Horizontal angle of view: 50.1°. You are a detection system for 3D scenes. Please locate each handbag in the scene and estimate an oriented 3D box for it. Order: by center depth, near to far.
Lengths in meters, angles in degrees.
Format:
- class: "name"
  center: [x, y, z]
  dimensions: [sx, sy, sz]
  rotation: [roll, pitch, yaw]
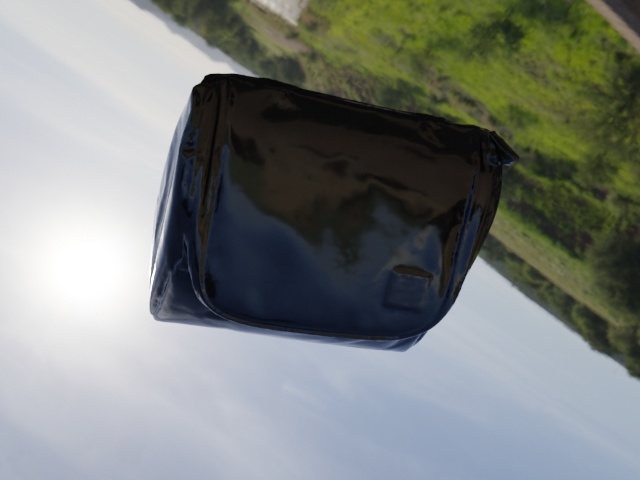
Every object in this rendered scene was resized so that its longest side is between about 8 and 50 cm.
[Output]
- class: "handbag"
  center: [0.000, 0.003, 0.627]
  dimensions: [0.302, 0.177, 0.275]
  rotation: [11, 152, -13]
